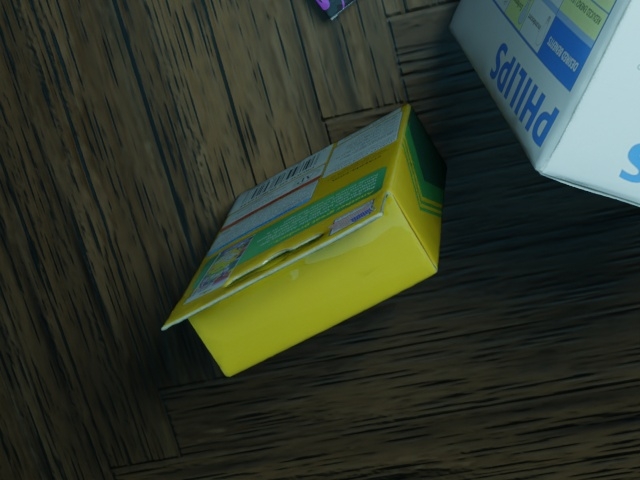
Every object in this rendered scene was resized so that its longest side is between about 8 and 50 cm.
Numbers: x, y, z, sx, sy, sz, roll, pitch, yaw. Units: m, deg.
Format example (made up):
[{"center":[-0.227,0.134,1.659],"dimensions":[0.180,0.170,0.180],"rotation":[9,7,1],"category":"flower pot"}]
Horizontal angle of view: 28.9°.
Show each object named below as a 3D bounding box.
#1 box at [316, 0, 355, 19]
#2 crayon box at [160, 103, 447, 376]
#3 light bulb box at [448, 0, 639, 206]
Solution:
[{"center":[0.005,-0.299,1.126],"dimensions":[0.116,0.029,0.162],"rotation":[-35,101,19],"category":"box"},{"center":[0.000,0.000,1.078],"dimensions":[0.203,0.323,0.083],"rotation":[-28,104,17],"category":"crayon box"},{"center":[0.292,-0.235,0.918],"dimensions":[0.225,0.358,0.361],"rotation":[18,113,-13],"category":"light bulb box"}]
